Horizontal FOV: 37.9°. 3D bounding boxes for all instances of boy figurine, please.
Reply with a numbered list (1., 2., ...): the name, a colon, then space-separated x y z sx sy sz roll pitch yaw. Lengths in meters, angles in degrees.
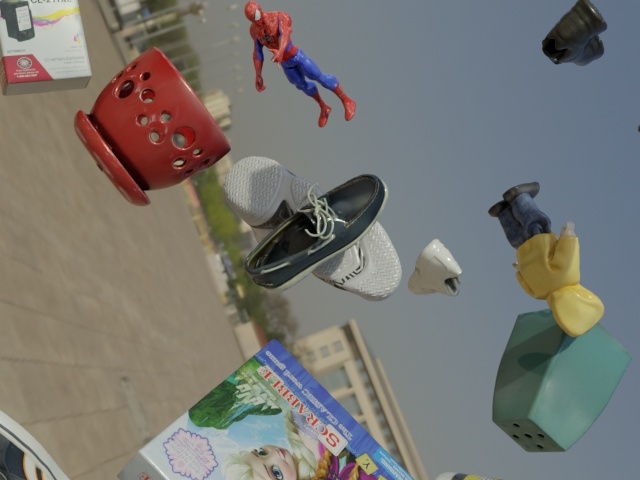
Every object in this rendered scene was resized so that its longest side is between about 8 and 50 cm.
1. boy figurine: 0.409 0.033 1.658 0.285 0.092 0.177 63 -32 22

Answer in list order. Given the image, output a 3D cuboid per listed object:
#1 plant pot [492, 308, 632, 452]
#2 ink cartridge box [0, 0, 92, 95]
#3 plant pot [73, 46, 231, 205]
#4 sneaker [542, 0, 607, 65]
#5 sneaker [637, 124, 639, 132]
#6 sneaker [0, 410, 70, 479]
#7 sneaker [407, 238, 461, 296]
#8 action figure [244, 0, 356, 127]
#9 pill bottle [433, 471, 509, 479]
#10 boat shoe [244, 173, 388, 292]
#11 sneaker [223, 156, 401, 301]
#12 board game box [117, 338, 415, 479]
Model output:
1. plant pot: 0.431 0.268 1.734 0.166 0.234 0.165 42 -29 -17
2. ink cartridge box: -0.430 -0.318 1.415 0.072 0.127 0.175 161 -82 -66
3. plant pot: -0.254 -0.161 1.370 0.191 0.174 0.191 54 -6 8
4. sneaker: 0.549 -0.441 2.057 0.109 0.130 0.286 56 9 16
5. sneaker: 0.475 -0.128 1.236 0.118 0.083 0.222 44 4 7
6. sneaker: -0.459 0.370 1.383 0.126 0.127 0.321 -10 -56 42
7. sneaker: 0.226 0.077 1.778 0.094 0.080 0.212 40 -13 15
8. action figure: -0.049 -0.273 1.562 0.280 0.091 0.139 48 43 -38
9. pill bottle: 0.300 0.410 1.186 0.188 0.334 0.188 2 90 -66
10. boat shoe: -0.009 -0.021 1.441 0.095 0.254 0.079 58 6 34
11. sneaker: 0.000 0.000 1.648 0.366 0.137 0.210 35 -10 21
12. board game box: -0.041 0.316 1.189 0.319 0.066 0.318 44 34 6
